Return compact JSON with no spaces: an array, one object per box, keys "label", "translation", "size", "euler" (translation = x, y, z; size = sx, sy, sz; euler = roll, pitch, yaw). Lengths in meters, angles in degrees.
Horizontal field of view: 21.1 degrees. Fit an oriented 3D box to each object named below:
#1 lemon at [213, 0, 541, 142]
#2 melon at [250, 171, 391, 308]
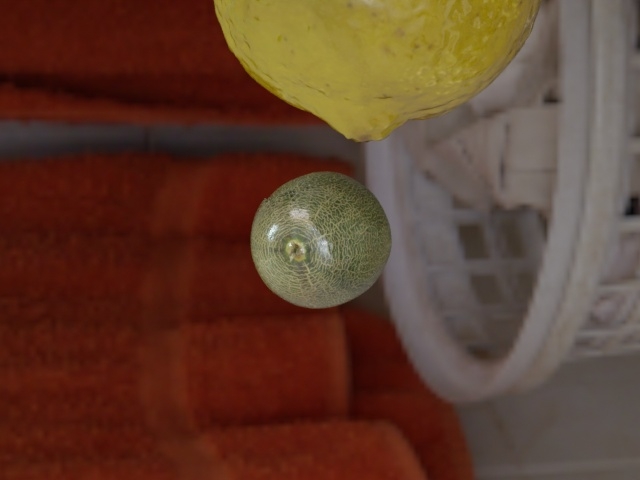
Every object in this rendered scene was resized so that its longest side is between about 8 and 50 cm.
[{"label":"lemon","translation":[0.043,-0.224,1.223],"size":[0.253,0.253,0.310],"euler":[-170,89,-76]},{"label":"melon","translation":[0.000,0.000,1.733],"size":[0.192,0.139,0.139],"euler":[-20,-68,-70]}]
